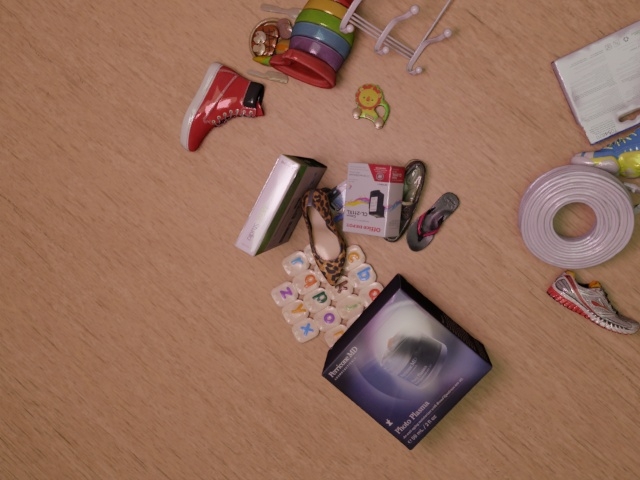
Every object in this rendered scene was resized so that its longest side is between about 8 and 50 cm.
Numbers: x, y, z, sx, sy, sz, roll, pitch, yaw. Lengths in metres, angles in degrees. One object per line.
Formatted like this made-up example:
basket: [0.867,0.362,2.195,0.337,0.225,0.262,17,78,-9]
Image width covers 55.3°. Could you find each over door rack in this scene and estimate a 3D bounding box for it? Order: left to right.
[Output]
over door rack: [0.218,-0.579,1.415,0.239,0.108,0.324,21,103,-31]

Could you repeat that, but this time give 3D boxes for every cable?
cable: [0.600,-0.050,1.443,0.257,0.089,0.257,25,118,4]

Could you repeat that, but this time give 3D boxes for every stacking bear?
stacking bear: [0.015,-0.537,1.493,0.164,0.175,0.289,22,90,-24]

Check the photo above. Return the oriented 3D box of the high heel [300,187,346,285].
high heel: [0.000,0.000,1.510,0.093,0.186,0.261,-5,97,14]

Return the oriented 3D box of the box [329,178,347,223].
box: [0.071,-0.113,1.591,0.136,0.028,0.081,-33,89,14]

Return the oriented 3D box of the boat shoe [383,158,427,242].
boat shoe: [0.206,-0.099,1.543,0.080,0.073,0.223,23,99,7]

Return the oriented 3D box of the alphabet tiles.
alphabet tiles: [0.021,0.143,1.632,0.278,0.021,0.284,-30,90,13]

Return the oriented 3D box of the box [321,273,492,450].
box: [0.208,0.297,1.523,0.294,0.183,0.296,40,101,0]

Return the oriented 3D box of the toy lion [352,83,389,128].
toy lion: [0.130,-0.345,1.555,0.100,0.034,0.096,27,93,6]

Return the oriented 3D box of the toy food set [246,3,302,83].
toy food set: [-0.124,-0.512,1.576,0.132,0.038,0.192,13,98,9]

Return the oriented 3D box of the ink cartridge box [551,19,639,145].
ink cartridge box: [0.693,-0.368,1.438,0.223,0.045,0.224,-23,93,13]

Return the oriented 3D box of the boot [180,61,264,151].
boot: [-0.250,-0.320,1.600,0.176,0.088,0.244,28,97,5]

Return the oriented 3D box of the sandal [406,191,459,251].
sandal: [0.281,-0.048,1.552,0.067,0.040,0.179,40,101,4]

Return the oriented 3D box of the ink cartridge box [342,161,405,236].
ink cartridge box: [0.131,-0.100,1.509,0.127,0.072,0.175,9,98,34]

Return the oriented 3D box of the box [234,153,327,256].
box: [-0.086,-0.090,1.472,0.058,0.322,0.232,29,100,6]

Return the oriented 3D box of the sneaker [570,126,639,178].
sneaker: [0.719,-0.211,1.443,0.240,0.091,0.126,8,79,10]

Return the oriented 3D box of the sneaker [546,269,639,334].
sneaker: [0.670,0.152,1.479,0.225,0.088,0.093,31,99,6]
